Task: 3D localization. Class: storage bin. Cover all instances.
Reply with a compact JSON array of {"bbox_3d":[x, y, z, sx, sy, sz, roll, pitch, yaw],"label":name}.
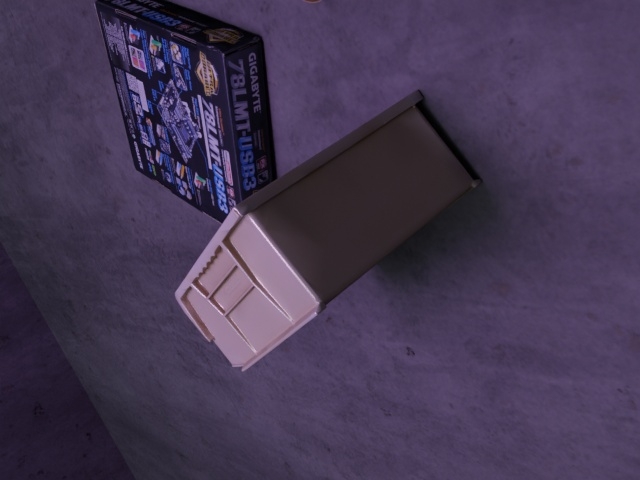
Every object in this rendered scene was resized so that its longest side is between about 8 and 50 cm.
[{"bbox_3d":[0.000,0.000,0.818,0.123,0.262,0.260,51,147,3],"label":"storage bin"}]

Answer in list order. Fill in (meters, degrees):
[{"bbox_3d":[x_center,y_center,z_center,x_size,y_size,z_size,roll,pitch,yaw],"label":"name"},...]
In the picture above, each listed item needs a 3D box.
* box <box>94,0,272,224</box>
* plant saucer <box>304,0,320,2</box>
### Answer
[{"bbox_3d":[-0.192,-0.185,1.079,0.293,0.073,0.295,28,138,35],"label":"box"},{"bbox_3d":[-0.012,-0.299,0.795,0.083,0.015,0.083,33,141,32],"label":"plant saucer"}]
